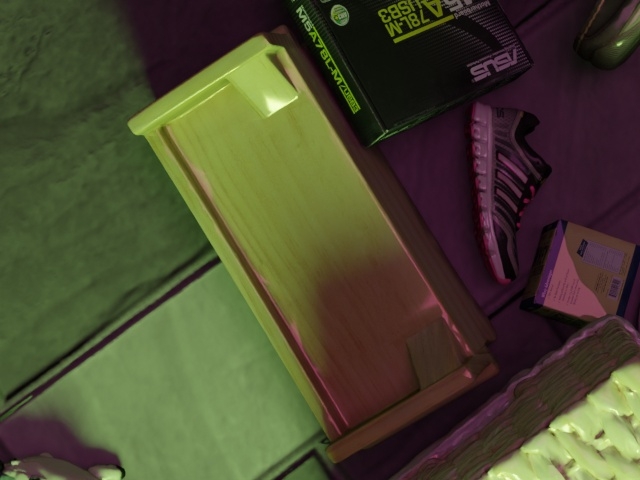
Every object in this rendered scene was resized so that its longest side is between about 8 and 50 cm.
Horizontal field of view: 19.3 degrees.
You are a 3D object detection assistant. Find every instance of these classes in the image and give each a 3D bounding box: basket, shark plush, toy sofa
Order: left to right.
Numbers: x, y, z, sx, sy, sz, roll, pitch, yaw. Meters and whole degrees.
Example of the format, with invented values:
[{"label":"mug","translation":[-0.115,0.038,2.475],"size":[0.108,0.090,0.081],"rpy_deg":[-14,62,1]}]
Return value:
[{"label":"shark plush","translation":[-0.242,0.225,1.621],"size":[0.161,0.073,0.067],"rpy_deg":[15,111,-10]},{"label":"toy sofa","translation":[0.000,0.000,1.651],"size":[0.150,0.177,0.362],"rpy_deg":[-32,88,14]},{"label":"basket","translation":[0.225,0.281,1.543],"size":[0.328,0.266,0.331],"rpy_deg":[-38,88,2]}]

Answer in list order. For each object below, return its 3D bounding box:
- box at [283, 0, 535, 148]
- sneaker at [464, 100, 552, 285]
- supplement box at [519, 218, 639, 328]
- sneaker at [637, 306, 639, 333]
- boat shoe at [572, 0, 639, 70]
[{"label":"box","translation":[0.074,-0.198,1.686],"size":[0.190,0.045,0.184],"rpy_deg":[-25,81,-33]},{"label":"sneaker","translation":[0.175,-0.045,1.706],"size":[0.074,0.063,0.170],"rpy_deg":[-4,78,-2]},{"label":"supplement box","translation":[0.237,0.034,1.708],"size":[0.083,0.056,0.083],"rpy_deg":[19,81,-5]},{"label":"sneaker","translation":[0.409,-0.005,1.659],"size":[0.137,0.210,0.366],"rpy_deg":[30,80,-3]},{"label":"boat shoe","translation":[0.297,-0.320,1.740],"size":[0.130,0.132,0.355],"rpy_deg":[24,71,6]}]
